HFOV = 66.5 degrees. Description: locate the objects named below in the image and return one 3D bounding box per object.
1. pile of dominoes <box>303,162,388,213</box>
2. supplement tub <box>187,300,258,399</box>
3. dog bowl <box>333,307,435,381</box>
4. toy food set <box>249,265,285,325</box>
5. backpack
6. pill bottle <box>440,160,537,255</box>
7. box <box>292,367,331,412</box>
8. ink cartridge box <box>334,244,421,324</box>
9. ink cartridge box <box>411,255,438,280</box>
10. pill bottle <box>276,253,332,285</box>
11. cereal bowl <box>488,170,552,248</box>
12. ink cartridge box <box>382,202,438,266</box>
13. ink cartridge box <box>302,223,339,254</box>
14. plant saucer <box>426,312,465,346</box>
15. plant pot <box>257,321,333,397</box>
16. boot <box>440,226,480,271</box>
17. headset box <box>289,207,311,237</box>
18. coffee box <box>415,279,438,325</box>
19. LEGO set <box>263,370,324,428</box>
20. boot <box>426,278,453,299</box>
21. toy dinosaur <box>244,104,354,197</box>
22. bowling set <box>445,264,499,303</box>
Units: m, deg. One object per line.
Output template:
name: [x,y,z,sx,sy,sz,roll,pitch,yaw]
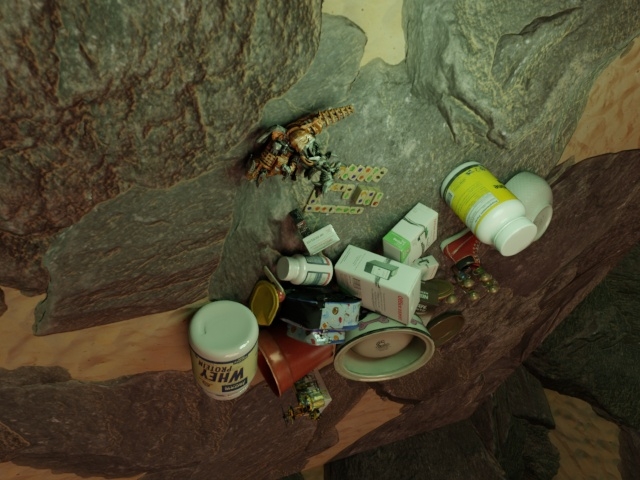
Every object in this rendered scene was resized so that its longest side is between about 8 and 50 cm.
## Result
pile of dominoes: [0.092,-0.155,1.568,0.251,0.040,0.196,0,133,-34]
supplement tub: [-0.339,0.394,1.723,0.235,0.235,0.325,-13,138,-21]
dog bowl: [0.243,0.406,1.959,0.407,0.150,0.408,-5,138,-4]
toy food set: [-0.173,0.202,1.723,0.071,0.128,0.218,-12,137,-47]
backpack: [0.011,0.263,1.746,0.263,0.276,0.213,-3,99,-36]
pill bottle: [0.584,-0.110,1.701,0.187,0.334,0.188,-18,140,-16]
box: [-0.051,0.684,2.250,0.103,0.203,0.114,5,130,-36]
ink cartridge box: [0.212,0.162,1.781,0.122,0.289,0.211,-55,153,-30]
ink cartridge box: [0.420,0.128,2.074,0.135,0.056,0.099,-13,139,-21]
pill bottle: [-0.057,0.101,1.693,0.180,0.108,0.108,8,128,-38]
cereal bowl: [0.817,-0.094,1.950,0.339,0.141,0.339,-24,130,-31]
ink cartridge box: [0.329,-0.006,1.781,0.219,0.092,0.160,-43,147,-22]
ink cartridge box: [0.000,0.000,1.582,0.104,0.062,0.181,-29,179,-3]
plant saucer: [0.651,0.480,2.621,0.277,0.041,0.278,-17,139,-16]
plant pot: [-0.110,0.422,1.906,0.265,0.272,0.272,-25,142,-21]
boot: [0.644,0.025,2.015,0.244,0.176,0.088,-33,140,0]
headset box: [-0.065,-0.057,1.552,0.032,0.062,0.083,-30,141,-2]
coffee box: [0.373,0.295,2.071,0.168,0.119,0.297,14,136,1]
LEGO set: [-0.133,0.612,2.060,0.192,0.331,0.255,-9,157,-23]
boot: [0.480,0.295,2.225,0.283,0.109,0.220,-23,136,8]
toy dinosaur: [-0.046,-0.240,1.310,0.321,0.164,0.218,-24,130,26]
bowling set: [0.679,0.169,2.211,0.286,0.154,0.200,-20,141,-15]
